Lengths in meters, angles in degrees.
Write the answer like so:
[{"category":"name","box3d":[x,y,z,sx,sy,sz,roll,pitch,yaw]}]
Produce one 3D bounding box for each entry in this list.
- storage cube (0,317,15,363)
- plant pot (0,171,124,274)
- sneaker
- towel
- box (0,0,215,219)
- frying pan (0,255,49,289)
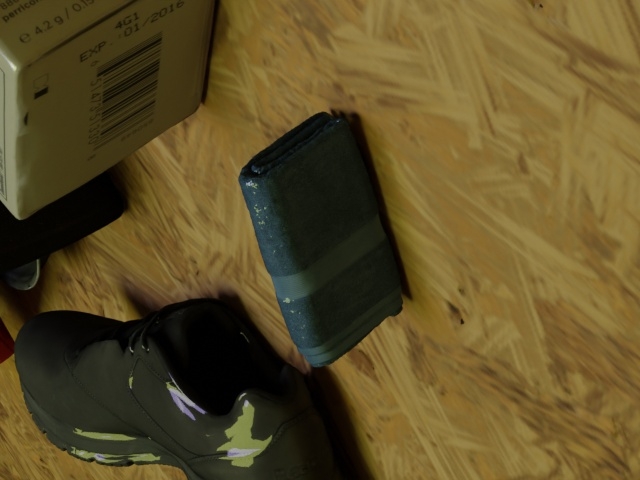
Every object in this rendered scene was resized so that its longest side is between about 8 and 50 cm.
[{"category":"storage cube","box3d":[-0.363,0.040,1.462,0.184,0.215,0.193,59,174,9]},{"category":"plant pot","box3d":[-0.271,-0.035,1.196,0.188,0.167,0.187,-22,103,31]},{"category":"sneaker","box3d":[-0.092,0.085,1.212,0.286,0.109,0.130,20,132,39]},{"category":"towel","box3d":[0.000,0.000,0.951,0.029,0.067,0.119,25,142,46]},{"category":"box","box3d":[-0.174,-0.154,1.008,0.232,0.127,0.149,48,155,17]},{"category":"frying pan","box3d":[-0.274,-0.112,1.342,0.326,0.053,0.197,62,156,-9]}]
